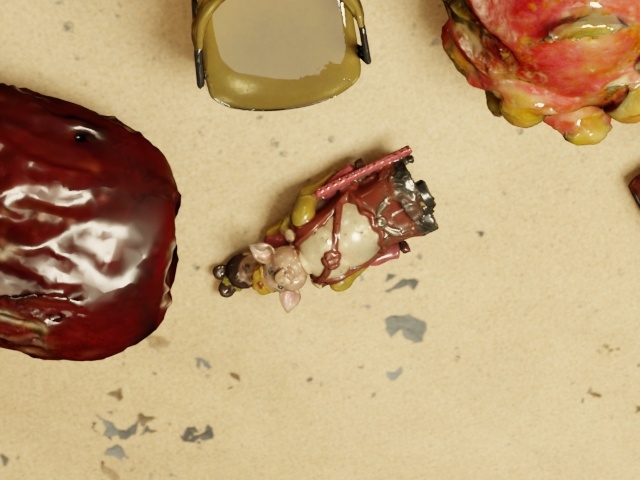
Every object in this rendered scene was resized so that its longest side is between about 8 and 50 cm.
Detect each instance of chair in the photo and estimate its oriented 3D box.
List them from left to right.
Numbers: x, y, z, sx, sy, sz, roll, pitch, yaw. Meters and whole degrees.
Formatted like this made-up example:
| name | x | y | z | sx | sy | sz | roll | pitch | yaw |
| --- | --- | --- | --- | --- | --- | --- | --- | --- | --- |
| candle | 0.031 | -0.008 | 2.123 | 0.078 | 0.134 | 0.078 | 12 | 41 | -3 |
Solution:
| name | x | y | z | sx | sy | sz | roll | pitch | yaw |
| --- | --- | --- | --- | --- | --- | --- | --- | --- | --- |
| chair | -0.042 | -0.205 | 1.492 | 0.158 | 0.247 | 0.172 | -8 | 118 | -2 |

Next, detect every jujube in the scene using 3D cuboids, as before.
| name | x | y | z | sx | sy | sz | roll | pitch | yaw |
| --- | --- | --- | --- | --- | --- | --- | --- | --- | --- |
| jujube | -0.303 | -0.021 | 1.564 | 0.376 | 0.258 | 0.258 | 18 | 113 | -23 |

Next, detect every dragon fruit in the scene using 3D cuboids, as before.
| name | x | y | z | sx | sy | sz | roll | pitch | yaw |
| --- | --- | --- | --- | --- | --- | --- | --- | --- | --- |
| dragon fruit | 0.243 | -0.219 | 1.500 | 0.314 | 0.296 | 0.263 | 3 | 119 | 1 |

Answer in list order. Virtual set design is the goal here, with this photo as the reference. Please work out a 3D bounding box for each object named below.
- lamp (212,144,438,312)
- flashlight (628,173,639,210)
| name | x | y | z | sx | sy | sz | roll | pitch | yaw |
| --- | --- | --- | --- | --- | --- | --- | --- | --- | --- |
| lamp | 0.000 | 0.000 | 1.673 | 0.253 | 0.118 | 0.118 | -25 | 116 | 4 |
| flashlight | 0.445 | -0.085 | 1.702 | 0.232 | 0.093 | 0.093 | -30 | 116 | 5 |
